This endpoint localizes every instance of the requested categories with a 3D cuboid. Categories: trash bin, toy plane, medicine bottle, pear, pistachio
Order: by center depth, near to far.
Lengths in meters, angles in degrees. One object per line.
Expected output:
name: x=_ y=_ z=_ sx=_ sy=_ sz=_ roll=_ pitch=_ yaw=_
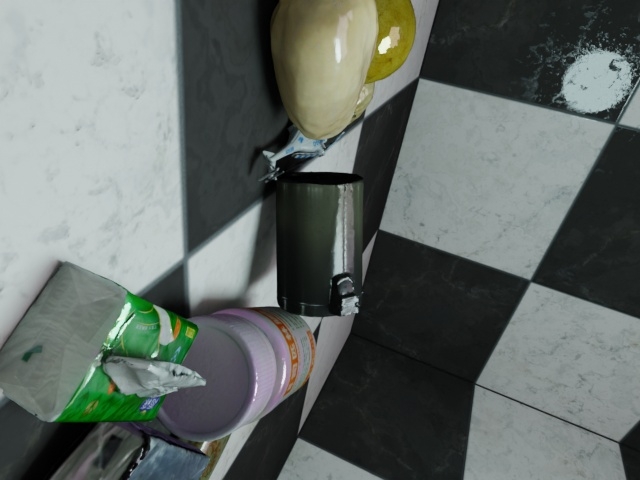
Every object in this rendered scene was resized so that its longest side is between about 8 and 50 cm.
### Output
pistachio: x=0.008 y=-0.326 z=0.745 sx=0.299 sy=0.188 sz=0.187 roll=86 pitch=27 yaw=-57
medicine bottle: x=-0.152 y=0.241 z=0.844 sx=0.388 sy=0.219 sz=0.219 roll=34 pitch=77 yaw=-74
pear: x=0.099 y=-0.432 z=0.877 sx=0.209 sy=0.209 sz=0.208 roll=20 pitch=90 yaw=-76
toy plane: x=-0.058 y=-0.207 z=0.910 sx=0.273 sy=0.107 sz=0.182 roll=-37 pitch=-168 yaw=-33
trash bin: x=0.000 y=0.000 z=0.972 sx=0.203 sy=0.252 sz=0.301 roll=-7 pitch=105 yaw=-28

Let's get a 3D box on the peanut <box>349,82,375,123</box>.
peanut: x=0.071 y=-0.380 z=1.021 sx=0.129 sy=0.129 sz=0.224 roll=55 pitch=54 yaw=-73

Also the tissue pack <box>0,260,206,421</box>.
tissue pack: x=-0.238 y=0.147 z=0.526 sx=0.148 sy=0.156 sz=0.209 roll=-63 pitch=165 yaw=-18

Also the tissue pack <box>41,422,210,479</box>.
tissue pack: x=-0.316 y=0.420 z=0.650 sx=0.259 sy=0.122 sz=0.361 roll=-57 pitch=162 yaw=-28

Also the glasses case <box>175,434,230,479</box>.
glasses case: x=-0.307 y=0.530 z=0.891 sx=0.156 sy=0.098 sz=0.425 roll=84 pitch=29 yaw=-54
